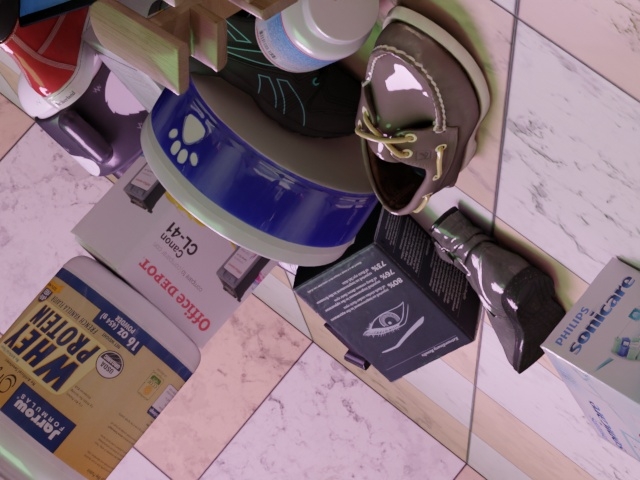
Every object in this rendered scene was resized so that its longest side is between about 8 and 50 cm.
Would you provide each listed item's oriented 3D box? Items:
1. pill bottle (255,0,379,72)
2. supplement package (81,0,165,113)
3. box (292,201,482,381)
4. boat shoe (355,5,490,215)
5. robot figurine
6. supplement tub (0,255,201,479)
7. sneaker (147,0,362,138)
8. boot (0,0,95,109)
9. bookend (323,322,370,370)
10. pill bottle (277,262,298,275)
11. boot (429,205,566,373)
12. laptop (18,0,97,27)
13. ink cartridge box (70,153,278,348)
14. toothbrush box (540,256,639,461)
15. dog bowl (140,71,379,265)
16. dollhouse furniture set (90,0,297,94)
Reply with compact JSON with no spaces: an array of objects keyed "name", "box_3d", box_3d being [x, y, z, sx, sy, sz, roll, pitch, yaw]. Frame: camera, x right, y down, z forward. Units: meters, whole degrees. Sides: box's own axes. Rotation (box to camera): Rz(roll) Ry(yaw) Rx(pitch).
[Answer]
[{"name":"pill bottle","box_3d":[-0.001,-0.204,1.276,0.087,0.087,0.160,42,170,-12]},{"name":"supplement package","box_3d":[-0.146,-0.199,1.689,0.139,0.134,0.244,30,165,46]},{"name":"box","box_3d":[0.092,0.066,1.848,0.153,0.108,0.207,-30,117,33]},{"name":"boat shoe","box_3d":[0.086,-0.112,1.324,0.116,0.097,0.324,37,170,14]},{"name":"robot figurine","box_3d":[-0.379,-0.222,2.350,0.278,0.173,0.209,45,163,-28]},{"name":"supplement tub","box_3d":[-0.336,0.203,1.839,0.228,0.316,0.228,38,170,8]},{"name":"sneaker","box_3d":[-0.044,-0.193,1.439,0.267,0.106,0.101,24,-139,-24]},{"name":"boot","box_3d":[-0.351,-0.288,1.672,0.176,0.088,0.244,44,-158,-33]},{"name":"bookend","box_3d":[0.055,0.086,2.129,0.156,0.157,0.072,44,169,-24]},{"name":"pill bottle","box_3d":[0.000,0.000,2.031,0.245,0.130,0.130,29,165,48]},{"name":"boot","box_3d":[0.212,0.054,1.694,0.161,0.083,0.246,43,167,28]},{"name":"laptop","box_3d":[-0.321,-0.374,1.441,0.264,0.136,0.234,45,154,-27]},{"name":"ink cartridge box","box_3d":[-0.150,-0.039,1.904,0.131,0.306,0.226,31,167,44]},{"name":"toothbrush box","box_3d":[0.390,0.172,1.369,0.295,0.126,0.216,33,168,40]},{"name":"dog bowl","box_3d":[-0.057,-0.098,1.521,0.265,0.104,0.265,27,-153,-15]},{"name":"dollhouse furniture set","box_3d":[-0.083,-0.269,0.984,0.161,0.212,0.242,33,141,27]}]
